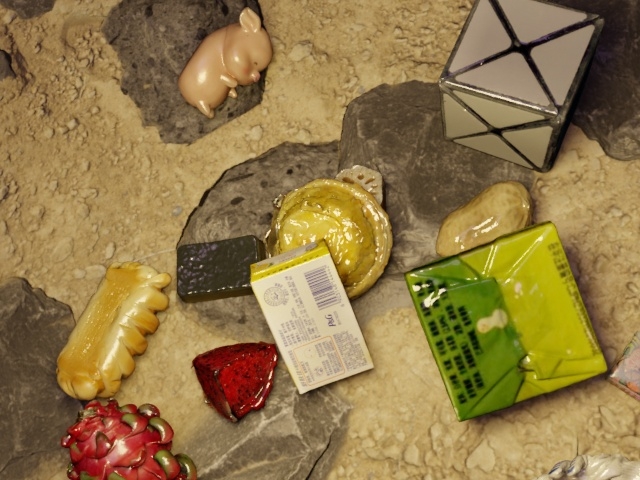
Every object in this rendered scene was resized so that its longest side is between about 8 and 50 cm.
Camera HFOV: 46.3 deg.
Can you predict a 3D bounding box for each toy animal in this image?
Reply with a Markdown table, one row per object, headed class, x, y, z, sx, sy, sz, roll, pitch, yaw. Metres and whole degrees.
| class | x | y | z | sx | sy | sz | roll | pitch | yaw |
| --- | --- | --- | --- | --- | --- | --- | --- | --- | --- |
| toy animal | -0.221 | -0.411 | 1.748 | 0.250 | 0.166 | 0.154 | -38 | 97 | -1 |

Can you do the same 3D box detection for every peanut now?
| class | x | y | z | sx | sy | sz | roll | pitch | yaw |
| --- | --- | --- | --- | --- | --- | --- | --- | --- | --- |
| peanut | 0.335 | -0.029 | 1.518 | 0.224 | 0.129 | 0.129 | -36 | 69 | 4 |

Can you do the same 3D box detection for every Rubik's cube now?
| class | x | y | z | sx | sy | sz | roll | pitch | yaw |
| --- | --- | --- | --- | --- | --- | --- | --- | --- | --- |
| Rubik's cube | 0.404 | -0.330 | 1.540 | 0.254 | 0.260 | 0.259 | 21 | 74 | 16 |

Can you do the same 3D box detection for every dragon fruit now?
| class | x | y | z | sx | sy | sz | roll | pitch | yaw |
| --- | --- | --- | --- | --- | --- | --- | --- | --- | --- |
| dragon fruit | -0.370 | 0.423 | 1.464 | 0.272 | 0.198 | 0.218 | 2 | 40 | 25 |
| dragon fruit | -0.166 | 0.276 | 1.544 | 0.161 | 0.121 | 0.127 | -25 | 23 | -24 |

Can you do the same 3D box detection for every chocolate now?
| class | x | y | z | sx | sy | sz | roll | pitch | yaw |
| --- | --- | --- | --- | --- | --- | --- | --- | --- | --- |
| chocolate | 0.338 | 0.146 | 1.410 | 0.288 | 0.137 | 0.301 | -20 | 92 | 4 |

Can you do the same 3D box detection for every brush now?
| class | x | y | z | sx | sy | sz | roll | pitch | yaw |
| --- | --- | --- | --- | --- | --- | --- | --- | --- | --- |
| brush | -0.218 | 0.061 | 1.630 | 0.197 | 0.059 | 0.123 | -9 | 68 | 8 |

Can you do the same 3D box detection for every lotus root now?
| class | x | y | z | sx | sy | sz | roll | pitch | yaw |
| --- | --- | --- | --- | --- | --- | --- | --- | --- | --- |
| lotus root | 0.085 | -0.093 | 1.614 | 0.112 | 0.081 | 0.122 | -4 | 71 | 12 |

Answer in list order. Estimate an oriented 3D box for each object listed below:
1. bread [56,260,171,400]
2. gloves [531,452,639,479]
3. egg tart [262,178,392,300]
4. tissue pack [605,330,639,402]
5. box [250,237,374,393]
| class | x | y | z | sx | sy | sz | roll | pitch | yaw |
| --- | --- | --- | --- | --- | --- | --- | --- | --- | --- |
| bread | -0.435 | 0.193 | 1.585 | 0.172 | 0.121 | 0.311 | 14 | 68 | 32 |
| gloves | 0.495 | 0.441 | 1.344 | 0.229 | 0.097 | 0.119 | 1 | 67 | 6 |
| egg tart | 0.000 | 0.000 | 1.539 | 0.290 | 0.107 | 0.291 | 1 | 93 | 20 |
| tissue pack | 0.628 | 0.255 | 1.399 | 0.148 | 0.060 | 0.109 | 34 | 79 | 19 |
| box | -0.017 | 0.147 | 1.466 | 0.168 | 0.097 | 0.265 | -22 | 109 | 4 |
